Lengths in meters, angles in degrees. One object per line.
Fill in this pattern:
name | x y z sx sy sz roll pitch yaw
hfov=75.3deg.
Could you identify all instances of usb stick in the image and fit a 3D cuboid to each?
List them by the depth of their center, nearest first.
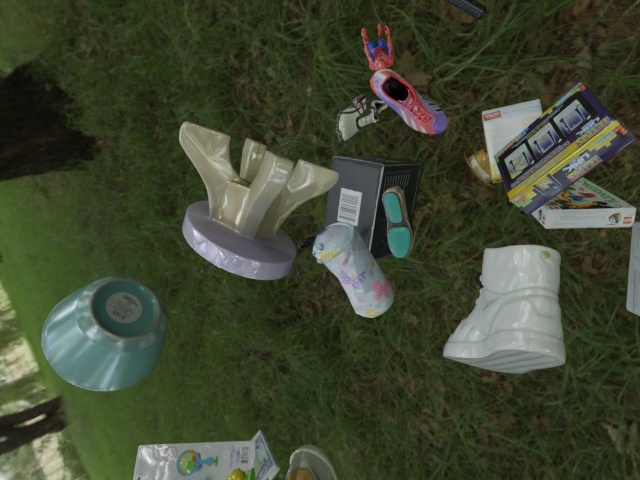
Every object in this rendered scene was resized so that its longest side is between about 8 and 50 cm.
usb stick | 0.453 -0.859 1.450 0.278 0.077 0.045 28 139 -2

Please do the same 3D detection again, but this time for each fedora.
fedora | 0.675 -0.312 1.694 0.079 0.194 0.194 -43 75 36

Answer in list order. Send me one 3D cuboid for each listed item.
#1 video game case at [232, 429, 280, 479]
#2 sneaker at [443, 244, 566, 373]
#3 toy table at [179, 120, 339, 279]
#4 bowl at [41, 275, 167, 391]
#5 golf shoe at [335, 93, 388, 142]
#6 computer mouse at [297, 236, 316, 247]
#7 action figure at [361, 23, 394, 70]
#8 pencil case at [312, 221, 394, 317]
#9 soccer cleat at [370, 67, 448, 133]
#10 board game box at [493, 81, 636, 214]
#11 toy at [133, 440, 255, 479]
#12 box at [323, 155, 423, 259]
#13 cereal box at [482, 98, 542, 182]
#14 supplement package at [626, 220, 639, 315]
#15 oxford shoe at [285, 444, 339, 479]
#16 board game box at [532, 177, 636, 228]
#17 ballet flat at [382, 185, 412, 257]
video game case | -0.181 0.558 0.969 0.023 0.183 0.201 44 165 -11
sneaker | 0.271 0.104 0.625 0.108 0.169 0.292 13 160 2
toy table | -0.106 -0.069 0.651 0.274 0.252 0.160 37 112 52
bowl | -0.539 0.218 1.101 0.163 0.311 0.311 -43 74 34
golf shoe | 0.152 -0.475 1.586 0.120 0.273 0.105 14 145 33
computer mouse | 0.000 0.000 1.819 0.041 0.242 0.071 56 132 33
action figure | 0.182 -0.662 1.363 0.139 0.092 0.280 66 -165 -50
pencil case | 0.090 0.080 1.075 0.113 0.124 0.273 13 146 51
soccer cleat | 0.228 -0.337 1.033 0.083 0.248 0.095 -52 23 18
board game box | 0.365 -0.143 0.646 0.048 0.141 0.170 30 130 -18
toy | -0.237 0.463 0.790 0.056 0.237 0.136 70 -165 -56
box | 0.274 -0.183 2.144 0.297 0.472 0.479 18 109 34
cereal box | 0.617 -0.312 1.310 0.173 0.047 0.240 -7 75 20
supplement package | 0.570 0.052 0.545 0.194 0.203 0.149 -1 97 6
oxford shoe | 0.021 0.745 1.044 0.169 0.130 0.449 -20 96 23
board game box | 0.655 -0.109 1.113 0.193 0.305 0.053 -1 113 9
ballet flat | 0.327 -0.080 1.709 0.108 0.106 0.316 3 122 24
